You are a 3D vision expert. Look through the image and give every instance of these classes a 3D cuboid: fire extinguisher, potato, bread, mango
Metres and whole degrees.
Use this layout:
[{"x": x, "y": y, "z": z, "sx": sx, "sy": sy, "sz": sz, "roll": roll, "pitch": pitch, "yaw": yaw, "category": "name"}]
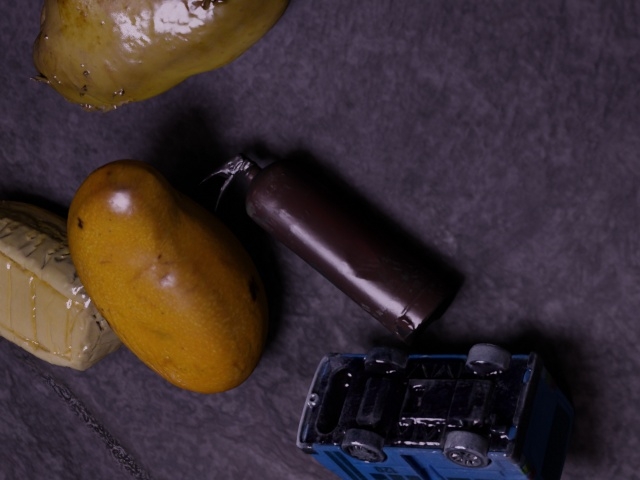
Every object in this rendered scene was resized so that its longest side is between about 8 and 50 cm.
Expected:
[{"x": 0.000, "y": 0.000, "z": 1.557, "sx": 0.267, "sy": 0.072, "sz": 0.089, "roll": 39, "pitch": 105, "yaw": 12, "category": "fire extinguisher"}, {"x": -0.161, "y": -0.225, "z": 1.518, "sx": 0.300, "sy": 0.140, "sz": 0.173, "roll": -21, "pitch": 103, "yaw": 35, "category": "potato"}, {"x": -0.305, "y": 0.041, "z": 1.763, "sx": 0.236, "sy": 0.106, "sz": 0.140, "roll": 27, "pitch": 125, "yaw": 21, "category": "bread"}, {"x": -0.151, "y": 0.030, "z": 1.619, "sx": 0.177, "sy": 0.120, "sz": 0.295, "roll": -4, "pitch": 126, "yaw": 30, "category": "mango"}]

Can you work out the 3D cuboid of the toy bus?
[{"x": 0.108, "y": 0.176, "z": 1.530, "sx": 0.234, "sy": 0.116, "sz": 0.133, "roll": -2, "pitch": 147, "yaw": 34, "category": "toy bus"}]
